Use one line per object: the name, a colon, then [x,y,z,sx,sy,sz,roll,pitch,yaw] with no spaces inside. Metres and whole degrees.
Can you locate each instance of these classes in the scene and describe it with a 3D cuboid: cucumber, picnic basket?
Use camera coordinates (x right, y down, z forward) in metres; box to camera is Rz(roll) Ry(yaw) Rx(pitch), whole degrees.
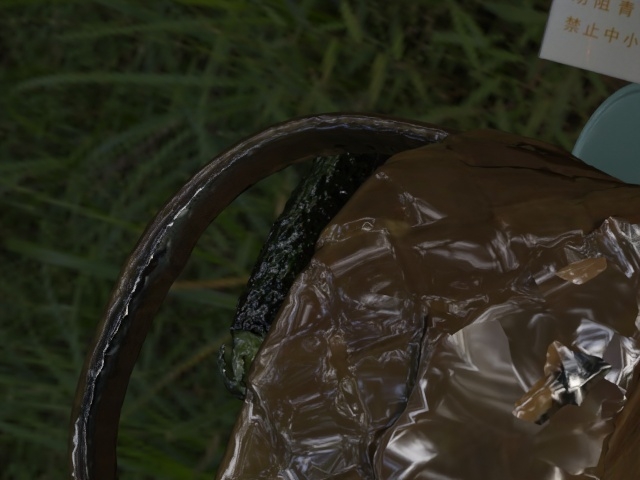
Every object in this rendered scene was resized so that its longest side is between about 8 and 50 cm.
cucumber: [-0.002,-0.001,1.146,0.067,0.067,0.245,-9,44,36]
picnic basket: [0.025,0.082,0.784,0.337,0.337,0.293,18,80,38]

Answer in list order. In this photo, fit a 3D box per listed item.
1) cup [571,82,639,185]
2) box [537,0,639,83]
cup: [0.479,0.002,1.636,0.401,0.392,0.310,-166,82,-66]
box: [0.264,-0.233,1.293,0.149,0.067,0.233,15,115,6]
